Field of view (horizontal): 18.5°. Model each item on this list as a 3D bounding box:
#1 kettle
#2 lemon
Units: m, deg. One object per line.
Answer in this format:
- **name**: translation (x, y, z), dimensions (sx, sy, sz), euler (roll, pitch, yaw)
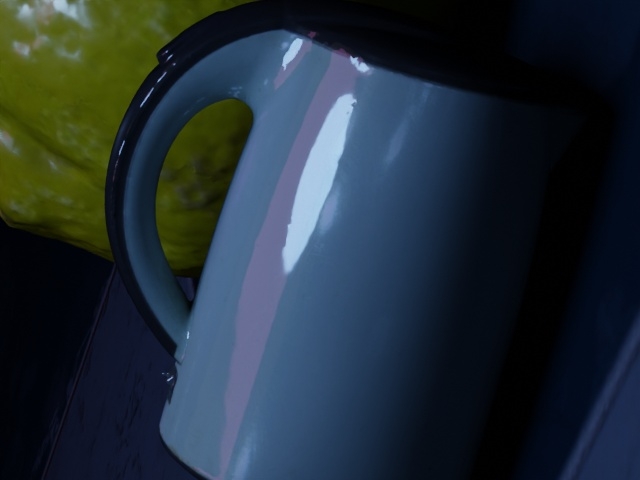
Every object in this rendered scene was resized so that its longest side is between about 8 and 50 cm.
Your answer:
- **kettle**: translation (0.000, 0.000, 0.972), dimensions (0.161, 0.221, 0.236), euler (-95, 22, -75)
- **lemon**: translation (-0.075, -0.148, 1.148), dimensions (0.348, 0.348, 0.348), euler (-167, 90, -73)
